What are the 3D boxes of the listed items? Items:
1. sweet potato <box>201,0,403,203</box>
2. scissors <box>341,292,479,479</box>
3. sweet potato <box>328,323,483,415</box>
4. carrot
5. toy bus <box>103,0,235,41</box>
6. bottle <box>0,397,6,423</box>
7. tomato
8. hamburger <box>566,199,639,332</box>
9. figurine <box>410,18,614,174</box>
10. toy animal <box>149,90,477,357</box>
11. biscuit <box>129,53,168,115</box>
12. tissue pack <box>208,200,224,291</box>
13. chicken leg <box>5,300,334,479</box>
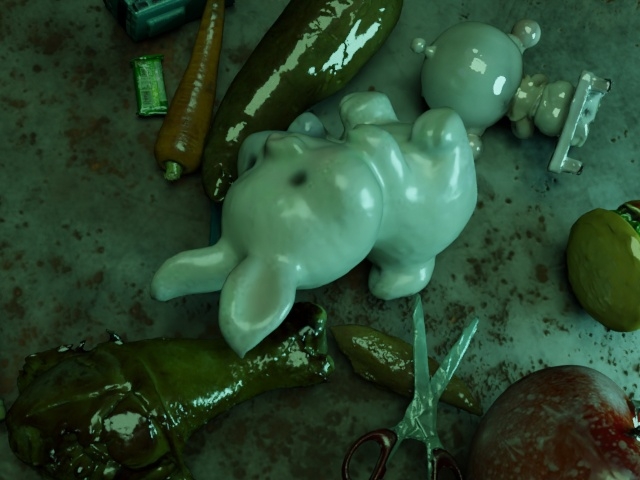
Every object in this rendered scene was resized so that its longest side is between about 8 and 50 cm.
[{"bbox_3d":[-0.028,-0.213,1.233,0.130,0.130,0.422,38,71,5],"label":"sweet potato"},{"bbox_3d":[0.117,0.182,1.121,0.144,0.017,0.247,22,64,-8],"label":"scissors"},{"bbox_3d":[0.099,0.153,1.166,0.206,0.060,0.068,25,106,4],"label":"sweet potato"},{"bbox_3d":[-0.153,-0.190,1.228,0.061,0.061,0.256,13,76,-5],"label":"carrot"},{"bbox_3d":[-0.190,-0.320,1.267,0.160,0.079,0.091,-26,79,-19],"label":"toy bus"},{"bbox_3d":[-0.399,0.076,1.093,0.083,0.083,0.269,-18,76,-15],"label":"bottle"},{"bbox_3d":[0.274,0.268,1.051,0.227,0.270,0.270,-42,81,16],"label":"tomato"},{"bbox_3d":[0.370,0.030,1.203,0.115,0.162,0.162,-15,74,-19],"label":"hamburger"},{"bbox_3d":[0.229,-0.185,1.267,0.257,0.181,0.144,21,27,5],"label":"figurine"},{"bbox_3d":[0.001,-0.011,1.096,0.368,0.196,0.241,-22,115,-35],"label":"toy animal"},{"bbox_3d":[-0.214,-0.194,1.252,0.046,0.016,0.089,-7,73,-13],"label":"biscuit"},{"bbox_3d":[-0.096,-0.003,1.202,0.085,0.028,0.138,5,67,-7],"label":"tissue pack"},{"bbox_3d":[-0.152,0.181,1.069,0.361,0.140,0.211,-9,65,-8],"label":"chicken leg"}]
